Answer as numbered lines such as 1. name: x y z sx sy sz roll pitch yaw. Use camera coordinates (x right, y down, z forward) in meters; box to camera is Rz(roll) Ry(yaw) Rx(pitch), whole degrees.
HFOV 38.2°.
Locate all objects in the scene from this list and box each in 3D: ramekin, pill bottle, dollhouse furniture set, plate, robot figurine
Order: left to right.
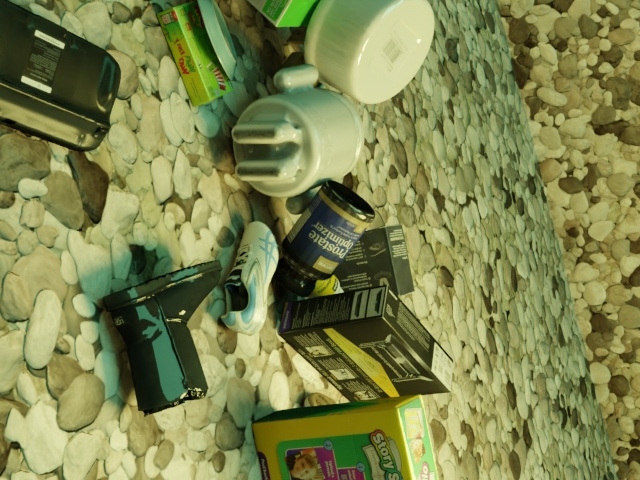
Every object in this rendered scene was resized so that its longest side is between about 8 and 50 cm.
1. plate: -0.193 -0.398 1.770 0.188 0.024 0.188 -20 90 -86
2. robot figurine: -0.039 -0.200 1.859 0.353 0.199 0.300 -28 120 -59
3. dollhouse furniture set: -0.020 -0.379 2.064 0.184 0.129 0.129 -55 130 -22
4. pill bottle: 0.000 0.000 1.826 0.122 0.219 0.123 32 16 -11
5. pill bottle: 0.001 0.090 1.952 0.116 0.065 0.065 47 42 -42
6. ramekin: 0.111 -0.420 1.921 0.277 0.135 0.277 -35 147 -27

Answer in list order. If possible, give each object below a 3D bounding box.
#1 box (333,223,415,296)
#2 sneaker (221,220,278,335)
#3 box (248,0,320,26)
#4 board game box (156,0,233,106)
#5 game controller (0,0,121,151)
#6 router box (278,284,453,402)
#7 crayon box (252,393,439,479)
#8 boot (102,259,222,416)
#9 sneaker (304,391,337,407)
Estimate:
1. box: 0.111 0.056 2.060 0.093 0.155 0.158 -6 85 -61
2. sneaker: -0.135 0.060 1.722 0.086 0.085 0.237 35 47 -40
3. box: -0.070 -0.556 1.906 0.231 0.127 0.262 46 31 16
4. board game box: -0.234 -0.353 1.742 0.092 0.043 0.181 -43 117 -57
5. game controller: -0.420 -0.242 1.347 0.319 0.067 0.167 21 76 -56
6. router box: 0.099 0.220 1.894 0.309 0.242 0.081 49 41 -41
7. crayon box: 0.062 0.479 1.666 0.106 0.313 0.363 -10 88 -60
8. boot: -0.229 0.155 1.509 0.246 0.094 0.207 -22 95 -53
9. sneaker: 0.024 0.453 1.848 0.282 0.153 0.099 53 28 19
